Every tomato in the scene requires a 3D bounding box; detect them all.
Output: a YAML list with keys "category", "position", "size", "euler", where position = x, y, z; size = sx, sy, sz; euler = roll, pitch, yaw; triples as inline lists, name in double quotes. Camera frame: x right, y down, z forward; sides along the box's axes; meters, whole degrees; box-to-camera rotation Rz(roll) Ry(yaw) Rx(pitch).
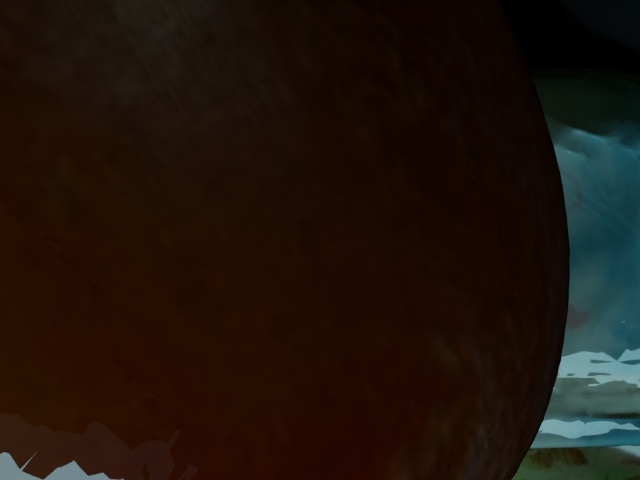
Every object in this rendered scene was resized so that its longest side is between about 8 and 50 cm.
- category: "tomato"
  position: [-0.077, -0.010, 0.492]
  size: [0.265, 0.265, 0.265]
  euler: [4, 150, 2]

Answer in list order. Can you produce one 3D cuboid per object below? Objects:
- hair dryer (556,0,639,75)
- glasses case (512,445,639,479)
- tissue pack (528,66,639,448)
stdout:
- category: "hair dryer"
  position: [0.142, -0.162, 0.535]
  size: [0.251, 0.089, 0.197]
  euler: [-21, 139, 24]
- category: "glasses case"
  position: [0.239, 0.121, 0.897]
  size: [0.425, 0.098, 0.156]
  euler: [18, 151, -15]
- category: "tissue pack"
  position: [0.000, 0.000, 0.712]
  size: [0.271, 0.124, 0.201]
  euler: [-1, -175, 12]
